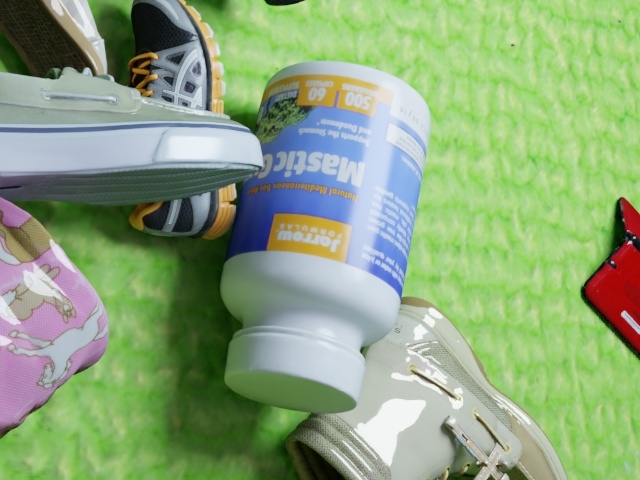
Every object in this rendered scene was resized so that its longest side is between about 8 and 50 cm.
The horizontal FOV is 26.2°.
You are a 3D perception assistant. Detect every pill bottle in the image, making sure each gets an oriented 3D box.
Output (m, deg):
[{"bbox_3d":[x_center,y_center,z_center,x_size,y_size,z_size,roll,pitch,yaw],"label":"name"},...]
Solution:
[{"bbox_3d":[0.000,0.000,1.158,0.152,0.152,0.272,26,64,-32],"label":"pill bottle"}]

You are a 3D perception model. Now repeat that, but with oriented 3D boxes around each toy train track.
[{"bbox_3d":[0.139,0.184,1.198,0.083,0.014,0.048,48,55,-14],"label":"toy train track"}]

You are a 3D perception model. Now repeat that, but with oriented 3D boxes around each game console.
[{"bbox_3d":[0.353,0.046,1.525,0.124,0.085,0.144,-47,112,-3],"label":"game console"}]

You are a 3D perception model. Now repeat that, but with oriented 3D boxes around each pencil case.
[{"bbox_3d":[-0.305,0.136,0.870,0.386,0.160,0.167,-48,137,-35],"label":"pencil case"}]

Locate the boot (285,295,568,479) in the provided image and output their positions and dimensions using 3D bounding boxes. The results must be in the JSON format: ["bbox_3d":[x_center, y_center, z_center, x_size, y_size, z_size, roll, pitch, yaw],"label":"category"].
[{"bbox_3d":[0.100,0.207,1.228,0.262,0.095,0.203,53,53,-15],"label":"boot"}]

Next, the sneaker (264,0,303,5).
[{"bbox_3d":[-0.012,-0.417,1.263,0.202,0.185,0.482,48,54,-44],"label":"sneaker"}]

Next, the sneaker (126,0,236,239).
[{"bbox_3d":[-0.128,-0.104,1.128,0.083,0.084,0.215,-9,86,-34],"label":"sneaker"}]

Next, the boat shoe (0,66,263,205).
[{"bbox_3d":[-0.182,-0.082,1.004,0.302,0.109,0.094,-2,76,-32],"label":"boat shoe"}]

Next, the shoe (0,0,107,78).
[{"bbox_3d":[-0.234,-0.206,1.078,0.219,0.076,0.058,61,28,-18],"label":"shoe"}]
